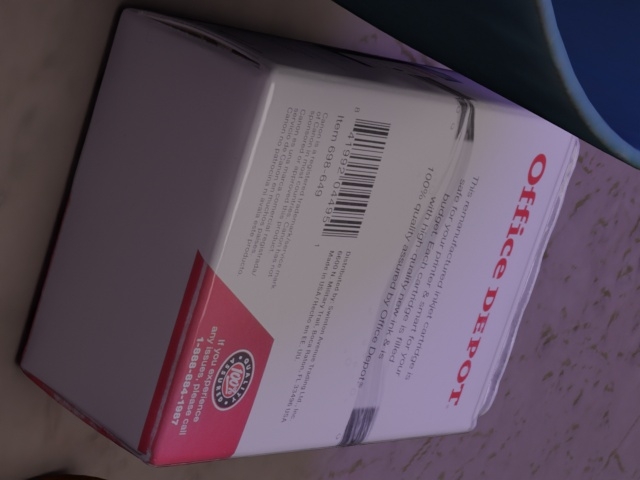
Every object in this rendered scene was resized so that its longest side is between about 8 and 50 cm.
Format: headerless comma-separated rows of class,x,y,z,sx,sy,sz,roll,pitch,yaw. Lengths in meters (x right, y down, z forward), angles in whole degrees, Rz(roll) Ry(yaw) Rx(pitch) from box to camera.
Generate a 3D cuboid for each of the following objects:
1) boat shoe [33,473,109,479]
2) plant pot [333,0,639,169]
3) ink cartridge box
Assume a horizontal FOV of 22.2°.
boat shoe,-0.150,0.152,0.611,0.207,0.073,0.073,-12,118,-46
plant pot,0.064,-0.194,0.522,0.293,0.235,0.293,-28,130,-38
ink cartridge box,0.000,0.000,0.684,0.218,0.092,0.158,4,108,-50
